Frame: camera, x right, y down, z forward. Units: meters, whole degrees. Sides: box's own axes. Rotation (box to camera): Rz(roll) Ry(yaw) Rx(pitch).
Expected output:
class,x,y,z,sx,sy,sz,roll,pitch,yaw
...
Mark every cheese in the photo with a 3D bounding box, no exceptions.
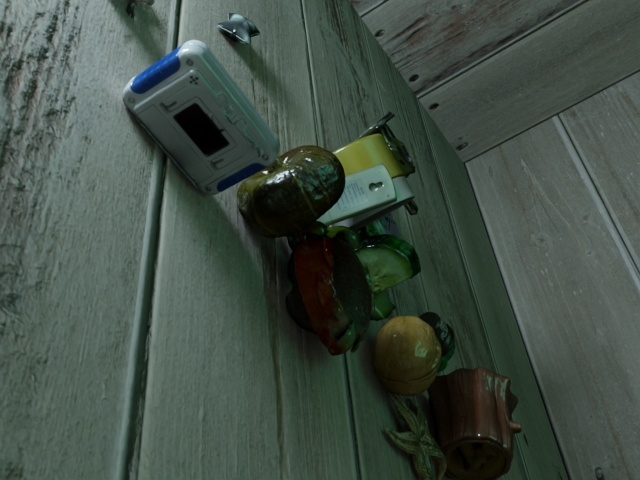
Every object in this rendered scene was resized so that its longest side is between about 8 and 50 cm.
class,x,y,z,sx,sy,sz,roll,pitch,yaw
cheese,0.167,-0.058,2.168,0.204,0.083,0.320,57,21,-13

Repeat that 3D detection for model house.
class,x,y,z,sx,sy,sz,roll,pitch,yaw
model house,0.192,-0.198,2.200,0.278,0.205,0.218,54,22,-6

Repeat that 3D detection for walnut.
class,x,y,z,sx,sy,sz,roll,pitch,yaw
walnut,0.196,0.258,1.736,0.165,0.165,0.197,58,24,-12

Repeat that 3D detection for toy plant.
class,x,y,z,sx,sy,sz,roll,pitch,yaw
toy plant,0.318,0.286,2.078,0.143,0.105,0.200,-81,151,-46

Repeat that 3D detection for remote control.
class,x,y,z,sx,sy,sz,roll,pitch,yaw
remote control,0.059,-0.100,1.777,0.038,0.233,0.098,138,-68,-80

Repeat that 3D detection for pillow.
class,x,y,z,sx,sy,sz,roll,pitch,yaw
pillow,-0.205,-0.533,1.917,0.091,0.055,0.135,54,20,-16

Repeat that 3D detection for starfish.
class,x,y,z,sx,sy,sz,roll,pitch,yaw
starfish,0.206,0.443,1.696,0.236,0.062,0.277,42,32,-31

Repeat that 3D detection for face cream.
class,x,y,z,sx,sy,sz,roll,pitch,yaw
face cream,0.101,-0.139,1.918,0.179,0.218,0.218,63,20,5

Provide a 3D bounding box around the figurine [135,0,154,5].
class,x,y,z,sx,sy,sz,roll,pitch,yaw
figurine,-0.366,-0.504,1.480,0.083,0.083,0.187,64,11,4

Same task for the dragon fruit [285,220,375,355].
class,x,y,z,sx,sy,sz,roll,pitch,yaw
dragon fruit,0.018,0.097,1.525,0.268,0.130,0.295,57,25,-30

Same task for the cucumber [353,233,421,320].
class,x,y,z,sx,sy,sz,roll,pitch,yaw
cucumber,0.130,0.074,1.787,0.191,0.191,0.130,60,20,-7

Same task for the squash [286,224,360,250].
class,x,y,z,sx,sy,sz,roll,pitch,yaw
squash,0.000,0.003,1.698,0.318,0.071,0.080,1,82,-61

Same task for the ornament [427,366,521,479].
class,x,y,z,sx,sy,sz,roll,pitch,yaw
ornament,0.365,0.457,1.856,0.235,0.221,0.217,16,36,-4

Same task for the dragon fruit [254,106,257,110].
class,x,y,z,sx,sy,sz,roll,pitch,yaw
dragon fruit,-0.170,-0.265,1.666,0.060,0.056,0.083,26,27,-22

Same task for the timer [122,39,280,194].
class,x,y,z,sx,sy,sz,roll,pitch,yaw
timer,-0.206,-0.202,1.323,0.253,0.178,0.078,51,28,-27

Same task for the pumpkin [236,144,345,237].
class,x,y,z,sx,sy,sz,roll,pitch,yaw
pumpkin,-0.070,-0.105,1.493,0.162,0.219,0.219,59,20,-21
